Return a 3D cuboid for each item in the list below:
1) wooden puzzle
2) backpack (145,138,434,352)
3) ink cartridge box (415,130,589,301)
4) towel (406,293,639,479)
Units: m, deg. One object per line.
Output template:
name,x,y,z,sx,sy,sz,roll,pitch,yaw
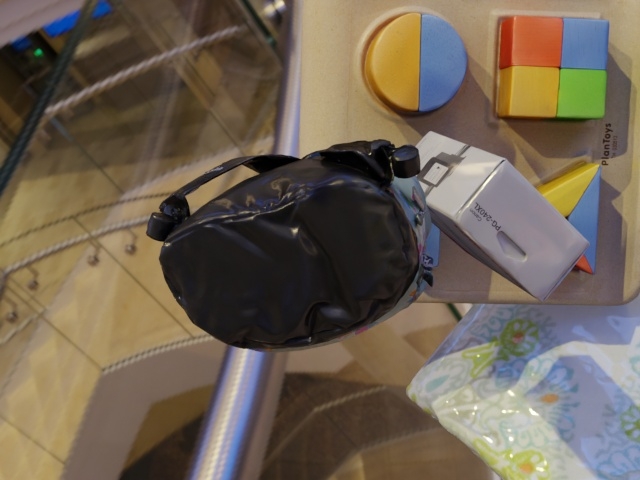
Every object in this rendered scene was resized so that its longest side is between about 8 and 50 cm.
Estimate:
wooden puzzle,0.152,-0.093,0.904,0.348,0.322,0.080,2,7,0
backpack,0.000,0.000,0.555,0.152,0.115,0.182,-9,9,15
ink cartridge box,0.134,-0.024,0.763,0.063,0.109,0.150,-49,22,1
towel,0.315,0.150,0.965,0.320,0.090,0.374,-48,54,-3
